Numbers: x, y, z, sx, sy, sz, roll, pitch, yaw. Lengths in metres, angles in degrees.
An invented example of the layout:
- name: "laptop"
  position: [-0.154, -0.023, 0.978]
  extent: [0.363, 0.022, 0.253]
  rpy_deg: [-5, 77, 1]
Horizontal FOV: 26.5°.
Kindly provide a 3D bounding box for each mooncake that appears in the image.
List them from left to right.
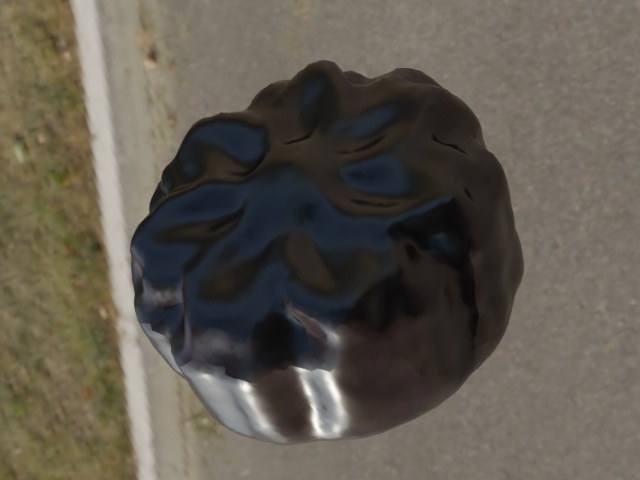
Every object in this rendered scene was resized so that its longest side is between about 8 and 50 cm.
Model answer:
- name: "mooncake"
  position: [0.000, 0.000, 0.960]
  extent: [0.283, 0.283, 0.141]
  rpy_deg: [38, 163, 44]
